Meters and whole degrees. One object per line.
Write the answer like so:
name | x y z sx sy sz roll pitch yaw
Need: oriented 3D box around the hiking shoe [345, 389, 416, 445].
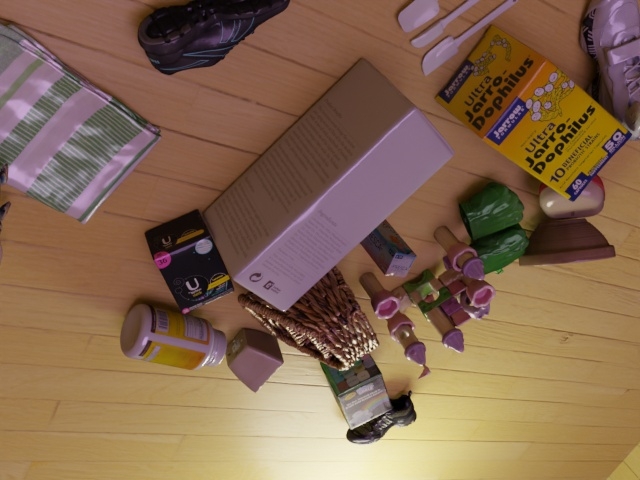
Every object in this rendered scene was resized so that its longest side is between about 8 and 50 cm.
hiking shoe | 0.170 0.508 2.019 0.227 0.086 0.114 -21 118 -19

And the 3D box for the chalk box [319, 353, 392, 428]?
chalk box | 0.089 0.366 1.823 0.132 0.132 0.213 -24 131 -7

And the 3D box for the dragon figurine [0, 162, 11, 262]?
dragon figurine | -0.602 -0.064 1.155 0.144 0.085 0.289 7 133 -13

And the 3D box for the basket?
basket | -0.012 0.195 1.532 0.223 0.213 0.299 -30 155 -3

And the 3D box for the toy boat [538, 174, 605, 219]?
toy boat | 0.613 -0.141 1.700 0.151 0.151 0.231 -6 170 21

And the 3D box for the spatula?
spatula | 0.275 -0.454 1.360 0.242 0.019 0.168 -37 132 3

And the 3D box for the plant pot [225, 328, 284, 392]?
plant pot | -0.166 0.274 1.645 0.096 0.109 0.109 34 105 -28

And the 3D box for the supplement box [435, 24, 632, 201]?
supplement box | 0.457 -0.263 1.480 0.356 0.195 0.194 23 112 -37

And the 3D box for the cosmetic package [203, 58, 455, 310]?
cosmetic package | 0.005 -0.107 1.349 0.453 0.230 0.161 -43 133 10

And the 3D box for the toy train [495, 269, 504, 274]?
toy train | 0.468 0.068 1.862 0.024 0.017 0.083 -36 133 16

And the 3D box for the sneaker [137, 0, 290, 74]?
sneaker | -0.175 -0.364 1.169 0.267 0.101 0.106 -24 154 -10

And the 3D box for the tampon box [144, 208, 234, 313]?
tampon box | -0.265 0.043 1.412 0.120 0.101 0.161 -25 132 -8

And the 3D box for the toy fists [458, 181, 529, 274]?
toy fists | 0.434 -0.031 1.718 0.142 0.096 0.279 -22 134 3

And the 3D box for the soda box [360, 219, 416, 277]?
soda box | 0.136 0.004 1.530 0.058 0.183 0.063 8 119 -32

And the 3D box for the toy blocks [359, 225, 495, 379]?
toy blocks | 0.303 0.184 1.703 0.289 0.260 0.309 -32 133 -2

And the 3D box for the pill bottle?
pill bottle | -0.315 0.215 1.509 0.215 0.117 0.117 21 113 -36

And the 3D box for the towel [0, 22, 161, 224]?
towel | -0.467 -0.183 1.179 0.248 0.038 0.325 -45 132 12

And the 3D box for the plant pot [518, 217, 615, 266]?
plant pot | 0.631 0.003 1.796 0.237 0.237 0.109 -7 89 -22

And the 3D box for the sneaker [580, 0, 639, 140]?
sneaker | 0.683 -0.368 1.503 0.137 0.210 0.366 -26 132 -8
